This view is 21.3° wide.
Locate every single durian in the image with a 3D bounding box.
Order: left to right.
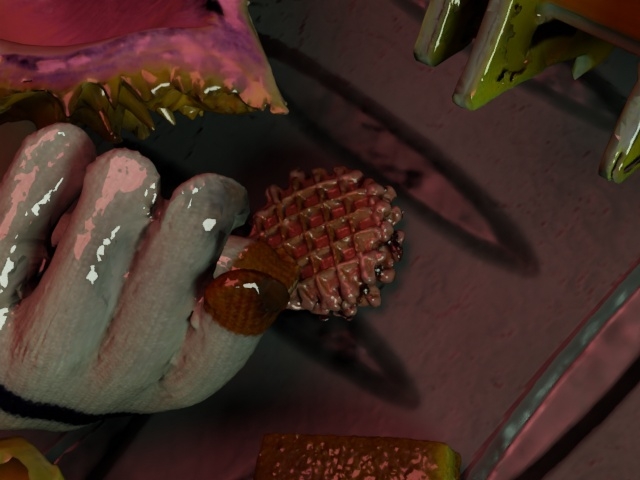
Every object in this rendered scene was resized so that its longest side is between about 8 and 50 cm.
[{"bbox_3d":[-0.118,-0.159,0.854,0.191,0.112,0.341,-17,55,8],"label":"durian"}]

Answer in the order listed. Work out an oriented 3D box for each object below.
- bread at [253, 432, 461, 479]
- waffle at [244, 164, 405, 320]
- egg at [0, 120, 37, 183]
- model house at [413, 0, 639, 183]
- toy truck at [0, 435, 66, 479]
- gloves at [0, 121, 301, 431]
[{"bbox_3d":[0.012,0.133,0.735,0.090,0.035,0.094,-1,64,22],"label":"bread"},{"bbox_3d":[0.000,0.000,0.813,0.083,0.029,0.075,13,72,32],"label":"waffle"},{"bbox_3d":[-0.296,-0.069,0.886,0.286,0.174,0.264,19,76,26],"label":"egg"},{"bbox_3d":[0.174,-0.179,0.636,0.242,0.358,0.313,29,76,30],"label":"model house"},{"bbox_3d":[-0.104,0.191,0.671,0.385,0.161,0.162,13,101,27],"label":"toy truck"},{"bbox_3d":[-0.107,0.031,0.767,0.218,0.140,0.131,11,74,44],"label":"gloves"}]
